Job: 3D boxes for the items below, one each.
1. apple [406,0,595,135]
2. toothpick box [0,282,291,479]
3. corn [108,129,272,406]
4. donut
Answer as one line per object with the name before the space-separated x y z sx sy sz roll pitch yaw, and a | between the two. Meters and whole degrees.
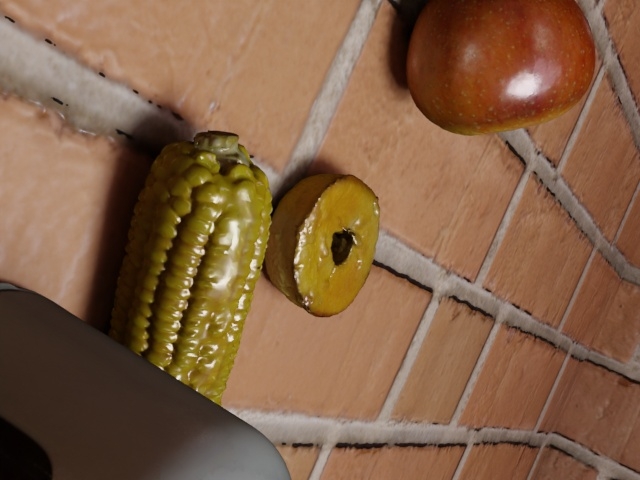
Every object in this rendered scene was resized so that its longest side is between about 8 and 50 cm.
apple | 0.206 -0.221 1.005 0.235 0.210 0.173 -49 131 -66
toothpick box | -0.149 0.177 0.593 0.229 0.316 0.229 -39 141 -41
corn | -0.124 0.078 0.761 0.120 0.120 0.363 -13 122 -55
donut | 0.000 0.000 0.965 0.162 0.065 0.178 -65 150 -12
